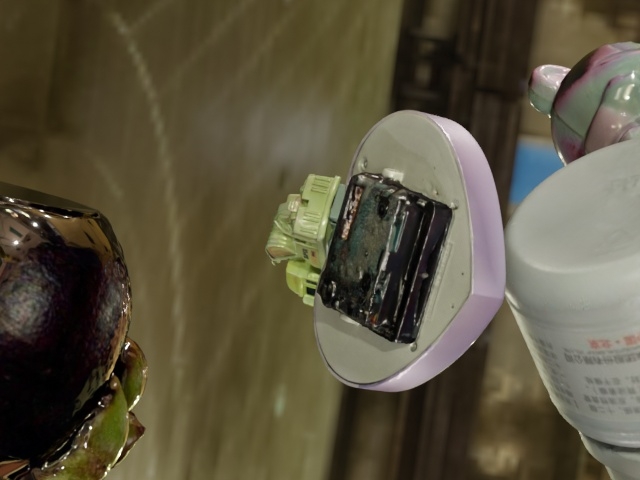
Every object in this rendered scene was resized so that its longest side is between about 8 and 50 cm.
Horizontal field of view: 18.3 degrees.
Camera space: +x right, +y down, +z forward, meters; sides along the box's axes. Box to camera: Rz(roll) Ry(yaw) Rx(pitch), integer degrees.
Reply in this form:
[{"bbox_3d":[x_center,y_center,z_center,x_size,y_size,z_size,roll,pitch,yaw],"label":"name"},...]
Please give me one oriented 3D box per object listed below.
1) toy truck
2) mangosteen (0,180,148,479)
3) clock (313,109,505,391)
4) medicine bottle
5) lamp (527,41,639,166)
[{"bbox_3d":[0.000,0.000,2.112,0.191,0.116,0.085,87,19,-64],"label":"toy truck"},{"bbox_3d":[-0.243,0.069,1.435,0.287,0.287,0.233,40,60,-82],"label":"mangosteen"},{"bbox_3d":[0.055,0.012,1.367,0.172,0.064,0.198,29,-74,54],"label":"clock"},{"bbox_3d":[0.314,0.087,1.765,0.245,0.245,0.306,-73,143,-54],"label":"medicine bottle"},{"bbox_3d":[0.379,-0.091,2.283,0.301,0.247,0.247,-106,-158,-54],"label":"lamp"}]
